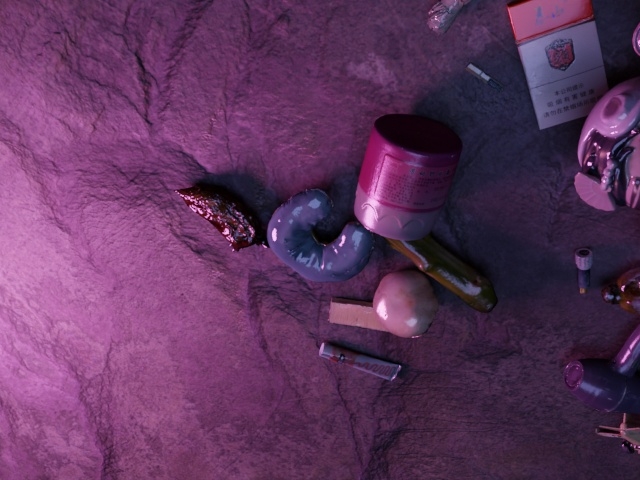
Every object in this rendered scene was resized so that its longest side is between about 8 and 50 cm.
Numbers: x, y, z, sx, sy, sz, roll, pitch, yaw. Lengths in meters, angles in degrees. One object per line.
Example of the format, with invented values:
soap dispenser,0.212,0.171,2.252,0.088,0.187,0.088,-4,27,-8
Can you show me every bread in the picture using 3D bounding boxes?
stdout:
bread,0.095,0.174,1.602,0.154,0.028,0.068,7,123,4

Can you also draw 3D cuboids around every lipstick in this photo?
lipstick,0.570,0.072,1.467,0.037,0.037,0.116,-8,125,13

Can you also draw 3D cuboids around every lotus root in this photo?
lotus root,0.697,0.105,1.439,0.192,0.088,0.113,-9,97,14

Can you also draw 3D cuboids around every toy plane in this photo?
toy plane,0.803,0.486,1.656,0.244,0.092,0.229,28,155,-24

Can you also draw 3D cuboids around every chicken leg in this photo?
chicken leg,-0.205,-0.052,1.477,0.105,0.063,0.234,-39,109,22

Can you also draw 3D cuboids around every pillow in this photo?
pillow,0.000,0.000,1.459,0.233,0.086,0.214,38,129,-15

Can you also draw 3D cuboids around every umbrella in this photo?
umbrella,0.235,-0.426,1.173,0.062,0.067,0.143,46,129,13

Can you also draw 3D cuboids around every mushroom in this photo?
mushroom,0.193,0.140,1.519,0.154,0.122,0.154,-2,86,30

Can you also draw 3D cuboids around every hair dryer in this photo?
hair dryer,0.759,0.256,1.530,0.301,0.121,0.361,18,119,-14

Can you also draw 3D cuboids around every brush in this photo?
brush,0.308,-0.304,1.271,0.084,0.013,0.016,32,123,-11

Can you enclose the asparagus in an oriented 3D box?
asparagus,0.240,0.037,1.462,0.343,0.085,0.082,35,132,-8

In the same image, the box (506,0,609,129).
box,0.432,-0.330,1.223,0.139,0.035,0.245,-15,120,17

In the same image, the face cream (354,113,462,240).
face cream,0.165,-0.123,1.312,0.175,0.175,0.195,12,122,0

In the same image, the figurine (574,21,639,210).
figurine,0.591,-0.220,1.148,0.253,0.211,0.361,14,116,3

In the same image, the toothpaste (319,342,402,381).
toothpaste,0.097,0.300,1.682,0.205,0.036,0.056,19,122,-9
